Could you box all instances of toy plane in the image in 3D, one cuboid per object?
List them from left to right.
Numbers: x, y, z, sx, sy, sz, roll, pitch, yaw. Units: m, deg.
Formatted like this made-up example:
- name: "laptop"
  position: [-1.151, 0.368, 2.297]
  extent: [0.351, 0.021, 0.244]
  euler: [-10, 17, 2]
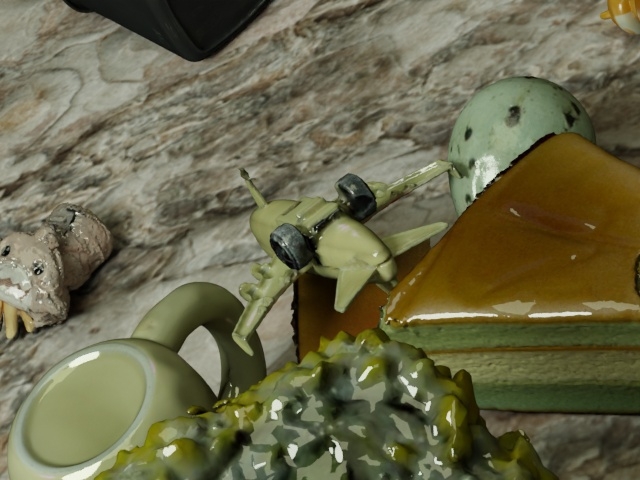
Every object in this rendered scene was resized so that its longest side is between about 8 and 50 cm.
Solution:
- name: "toy plane"
  position: [0.000, 0.000, 1.518]
  extent: [0.242, 0.104, 0.256]
  euler: [-40, 33, -16]

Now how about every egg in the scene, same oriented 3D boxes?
- name: "egg"
  position: [0.174, -0.062, 1.549]
  extent: [0.131, 0.131, 0.164]
  euler: [6, 76, 33]

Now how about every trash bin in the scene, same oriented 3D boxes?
- name: "trash bin"
  position: [-0.189, -0.334, 1.954]
  extent: [0.209, 0.182, 0.290]
  euler: [-45, 50, -13]

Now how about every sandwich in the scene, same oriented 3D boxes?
- name: "sandwich"
  position: [0.059, 0.083, 1.533]
  extent: [0.162, 0.058, 0.193]
  euler: [-17, 44, 15]
- name: "sandwich"
  position: [0.198, 0.060, 1.402]
  extent: [0.227, 0.155, 0.198]
  euler: [-44, 45, -10]

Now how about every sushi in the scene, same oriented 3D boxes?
- name: "sushi"
  position: [0.042, 0.266, 1.208]
  extent: [0.351, 0.240, 0.396]
  euler: [-32, 61, -12]

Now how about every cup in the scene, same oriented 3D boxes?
- name: "cup"
  position: [-0.114, 0.165, 1.455]
  extent: [0.255, 0.202, 0.173]
  euler: [-46, 42, -15]

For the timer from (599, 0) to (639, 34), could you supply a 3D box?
- name: "timer"
  position: [0.317, -0.219, 1.622]
  extent: [0.132, 0.132, 0.152]
  euler: [-53, 23, -19]

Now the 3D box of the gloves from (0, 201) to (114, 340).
- name: "gloves"
  position: [-0.273, 0.024, 1.757]
  extent: [0.110, 0.094, 0.144]
  euler: [9, 49, 22]
